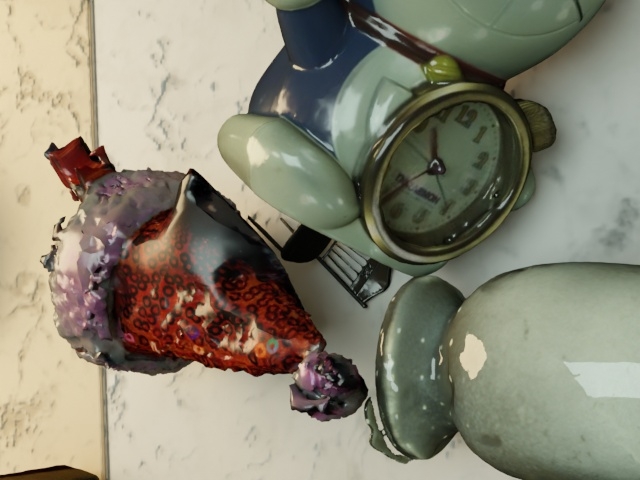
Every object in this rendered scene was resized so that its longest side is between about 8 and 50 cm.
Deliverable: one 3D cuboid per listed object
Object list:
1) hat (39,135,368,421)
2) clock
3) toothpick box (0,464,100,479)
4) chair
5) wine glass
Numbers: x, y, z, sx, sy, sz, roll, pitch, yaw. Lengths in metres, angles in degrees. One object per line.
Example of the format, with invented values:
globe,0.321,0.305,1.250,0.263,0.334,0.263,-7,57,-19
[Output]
hat,-0.053,0.030,0.675,0.227,0.128,0.140,24,126,47
clock,0.052,-0.116,0.645,0.243,0.199,0.146,-60,34,9
toothpick box,-0.083,0.263,0.669,0.308,0.187,0.190,16,91,25
chair,0.000,0.000,0.727,0.086,0.042,0.037,41,107,26
wine glass,0.131,0.065,0.610,0.204,0.111,0.111,-2,83,32
